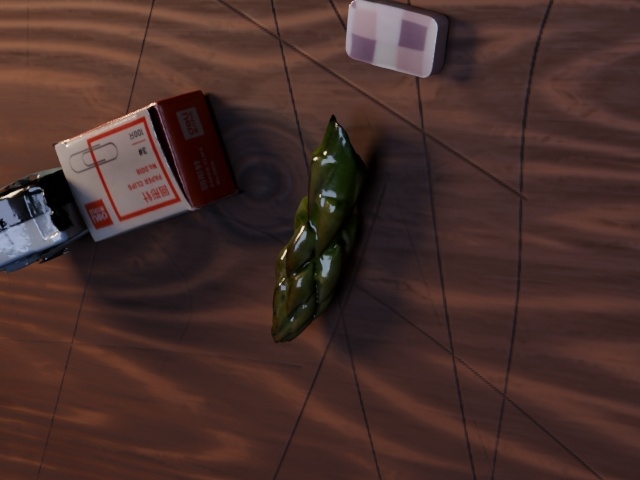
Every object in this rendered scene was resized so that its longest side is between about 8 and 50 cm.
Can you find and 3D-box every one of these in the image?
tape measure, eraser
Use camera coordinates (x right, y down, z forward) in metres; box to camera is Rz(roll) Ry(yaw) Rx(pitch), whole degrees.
[{"bbox_3d":[-0.358,-0.022,1.646,0.182,0.181,0.107,-22,94,21],"label":"tape measure"},{"bbox_3d":[0.077,-0.207,1.366,0.105,0.026,0.065,18,118,30],"label":"eraser"}]

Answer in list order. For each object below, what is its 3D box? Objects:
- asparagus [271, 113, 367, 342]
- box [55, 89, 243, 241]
[{"bbox_3d":[0.000,0.000,1.463,0.080,0.080,0.287,34,119,23],"label":"asparagus"},{"bbox_3d":[-0.202,-0.084,1.563,0.182,0.099,0.133,-14,98,39],"label":"box"}]
